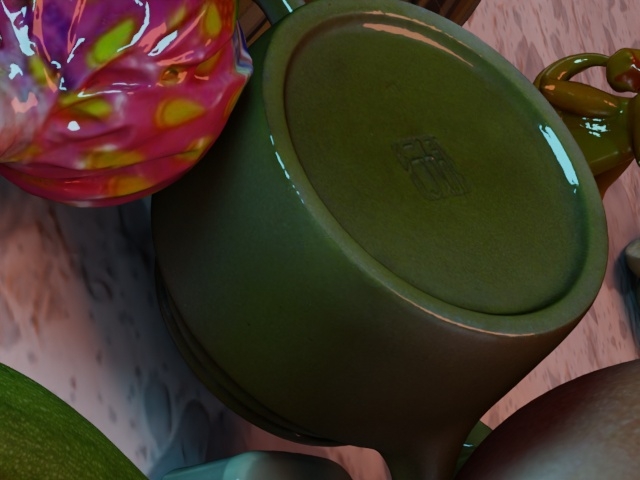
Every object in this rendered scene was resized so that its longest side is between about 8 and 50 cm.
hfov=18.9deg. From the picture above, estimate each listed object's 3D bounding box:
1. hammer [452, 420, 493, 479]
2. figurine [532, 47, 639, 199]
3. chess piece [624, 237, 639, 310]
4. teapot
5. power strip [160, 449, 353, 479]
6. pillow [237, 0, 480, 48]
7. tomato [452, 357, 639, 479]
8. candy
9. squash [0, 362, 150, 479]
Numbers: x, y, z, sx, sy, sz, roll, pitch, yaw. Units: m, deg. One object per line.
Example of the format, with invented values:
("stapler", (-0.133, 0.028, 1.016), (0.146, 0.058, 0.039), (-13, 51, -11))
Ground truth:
("hammer", (0.146, 0.248, 1.105), (0.335, 0.119, 0.206), (60, 8, -13))
("figurine", (0.213, -0.090, 1.350), (0.121, 0.176, 0.122), (59, 46, -39))
("chess piece", (0.345, 0.117, 1.623), (0.144, 0.144, 0.251), (-35, 116, -65))
("teapot", (0.000, 0.000, 0.859), (0.186, 0.175, 0.267), (-10, 64, -45))
("power strip", (0.003, 0.231, 0.865), (0.194, 0.059, 0.265), (20, 60, -63))
("pillow", (0.016, -0.148, 0.995), (0.208, 0.052, 0.212), (-54, 137, -11))
("tomato", (0.183, 0.199, 0.870), (0.321, 0.321, 0.321), (43, 41, -53))
("candy", (-0.144, -0.031, 0.647), (0.365, 0.124, 0.124), (-37, 112, -56))
("squash", (-0.106, 0.096, 0.675), (0.071, 0.080, 0.318), (46, -3, 42))
